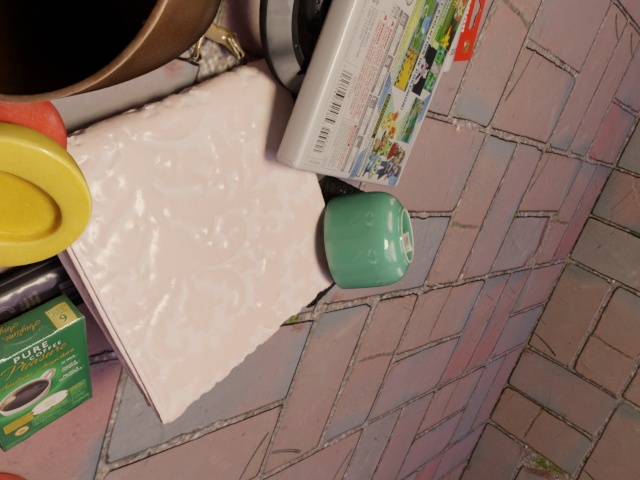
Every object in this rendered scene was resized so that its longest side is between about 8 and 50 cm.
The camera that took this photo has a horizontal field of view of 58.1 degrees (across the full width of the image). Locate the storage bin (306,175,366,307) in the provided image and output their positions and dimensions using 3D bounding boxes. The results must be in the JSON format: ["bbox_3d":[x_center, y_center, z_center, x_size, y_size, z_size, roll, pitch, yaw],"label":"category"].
[{"bbox_3d":[0.000,0.000,0.903,0.180,0.084,0.122,-43,143,-22],"label":"storage bin"}]

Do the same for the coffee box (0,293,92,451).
[{"bbox_3d":[-0.306,0.145,0.615,0.113,0.040,0.184,-32,155,-35],"label":"coffee box"}]

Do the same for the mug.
[{"bbox_3d":[0.073,-0.012,0.789,0.129,0.097,0.158,60,31,-47],"label":"mug"}]

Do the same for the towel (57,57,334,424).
[{"bbox_3d":[-0.124,-0.013,0.667,0.332,0.053,0.317,-37,121,-38],"label":"towel"}]

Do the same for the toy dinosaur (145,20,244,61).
[{"bbox_3d":[-0.135,-0.248,0.583,0.093,0.053,0.183,-62,155,-25],"label":"toy dinosaur"}]

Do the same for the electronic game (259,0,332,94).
[{"bbox_3d":[0.011,-0.280,0.670,0.229,0.048,0.229,-40,147,-34],"label":"electronic game"}]

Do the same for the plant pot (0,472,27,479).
[{"bbox_3d":[-0.377,0.439,0.614,0.275,0.243,0.275,-31,137,-34],"label":"plant pot"}]

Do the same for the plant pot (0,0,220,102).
[{"bbox_3d":[-0.157,-0.208,0.421,0.230,0.215,0.215,-54,165,-75],"label":"plant pot"}]

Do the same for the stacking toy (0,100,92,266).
[{"bbox_3d":[-0.358,-0.051,0.400,0.279,0.130,0.309,-40,138,19],"label":"stacking toy"}]

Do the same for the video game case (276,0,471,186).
[{"bbox_3d":[0.089,-0.236,0.749,0.300,0.036,0.329,-1,114,-60],"label":"video game case"}]

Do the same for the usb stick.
[{"bbox_3d":[-0.244,0.022,0.641,0.278,0.045,0.077,-33,145,-34],"label":"usb stick"}]

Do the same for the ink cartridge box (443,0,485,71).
[{"bbox_3d":[0.228,-0.375,0.935,0.232,0.066,0.189,-17,128,-40],"label":"ink cartridge box"}]
